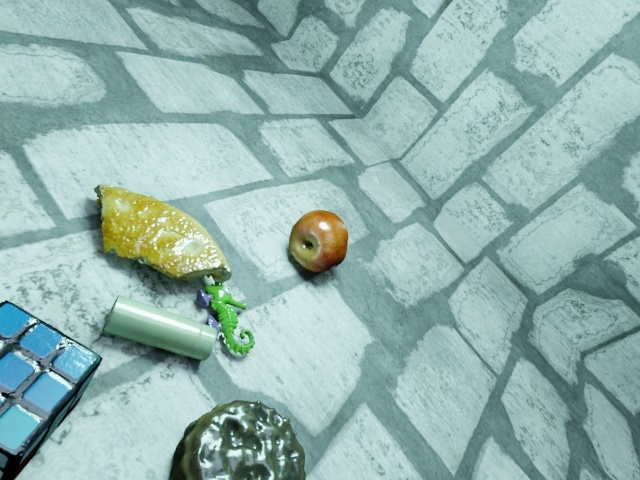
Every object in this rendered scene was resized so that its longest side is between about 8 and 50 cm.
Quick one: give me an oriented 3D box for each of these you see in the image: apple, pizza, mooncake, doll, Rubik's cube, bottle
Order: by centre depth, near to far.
[{"bbox_3d":[-0.434,0.212,0.576,0.160,0.163,0.162,36,33,-9],"label":"Rubik's cube"},{"bbox_3d":[-0.135,0.385,0.718,0.228,0.124,0.228,25,38,-21],"label":"mooncake"},{"bbox_3d":[-0.309,0.174,0.822,0.201,0.072,0.072,26,37,-23],"label":"bottle"},{"bbox_3d":[-0.363,-0.004,0.942,0.365,0.074,0.182,29,51,-6],"label":"pizza"},{"bbox_3d":[-0.208,0.170,0.946,0.115,0.050,0.190,-4,56,-38],"label":"doll"},{"bbox_3d":[0.000,0.000,1.236,0.199,0.199,0.199,26,37,-22],"label":"apple"}]
